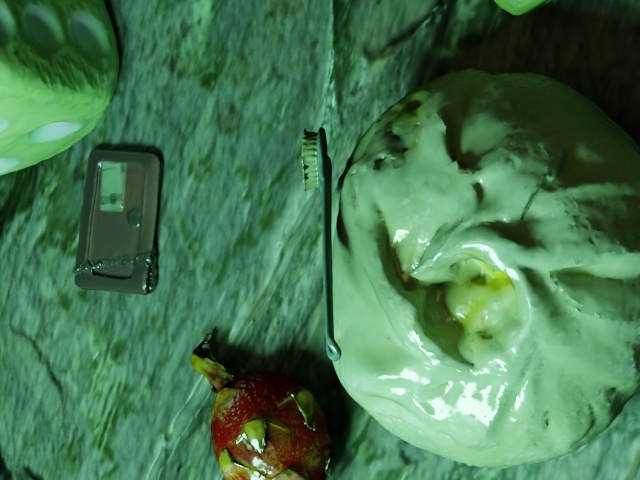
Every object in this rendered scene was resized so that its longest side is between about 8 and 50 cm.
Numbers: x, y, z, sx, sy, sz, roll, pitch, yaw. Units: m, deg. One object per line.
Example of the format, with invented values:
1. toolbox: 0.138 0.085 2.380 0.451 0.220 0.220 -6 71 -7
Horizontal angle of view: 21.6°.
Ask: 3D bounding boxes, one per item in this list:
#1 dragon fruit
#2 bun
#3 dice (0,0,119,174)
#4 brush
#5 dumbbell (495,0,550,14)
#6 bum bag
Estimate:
1. dragon fruit: -0.070 0.178 1.690 0.125 0.125 0.246 -41 43 -3
2. bun: 0.134 0.026 1.476 0.365 0.219 0.365 -3 85 35
3. dice: -0.393 -0.213 1.818 0.249 0.252 0.255 -27 77 31
4. brush: 0.000 0.000 1.462 0.027 0.062 0.266 -4 45 1
5. dumbbell: 0.259 -0.313 1.442 0.302 0.121 0.108 -33 89 30
6. bum bag: -0.219 -0.021 1.842 0.109 0.026 0.159 6 89 34
